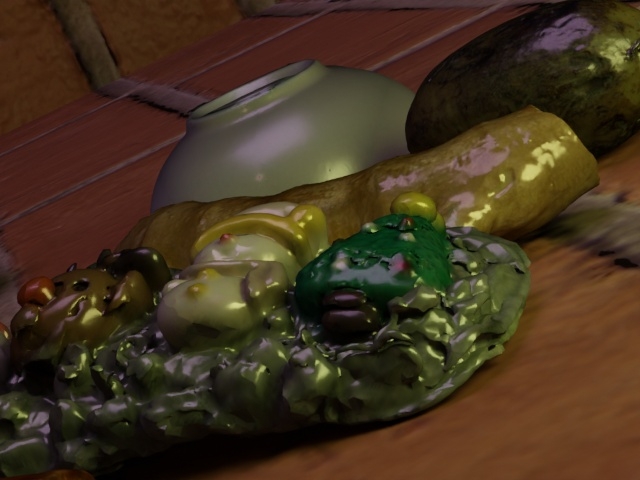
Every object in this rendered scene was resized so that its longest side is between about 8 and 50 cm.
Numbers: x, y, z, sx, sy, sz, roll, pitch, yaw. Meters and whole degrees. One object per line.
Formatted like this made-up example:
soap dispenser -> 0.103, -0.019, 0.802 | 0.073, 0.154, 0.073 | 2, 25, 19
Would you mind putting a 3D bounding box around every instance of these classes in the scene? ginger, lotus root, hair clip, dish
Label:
ginger -> -0.002, -0.003, 0.866 | 0.299, 0.065, 0.118 | -18, 27, 34
lotus root -> 0.112, -0.078, 0.922 | 0.179, 0.080, 0.089 | -16, 15, 41
hair clip -> -0.075, 0.043, 0.750 | 0.321, 0.091, 0.138 | -20, 15, 25
dish -> -0.029, -0.060, 1.115 | 0.236, 0.086, 0.228 | -27, 12, -11

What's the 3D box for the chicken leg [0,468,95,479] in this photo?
chicken leg -> -0.152, 0.159, 0.444 | 0.304, 0.093, 0.113 | -36, 27, -27
